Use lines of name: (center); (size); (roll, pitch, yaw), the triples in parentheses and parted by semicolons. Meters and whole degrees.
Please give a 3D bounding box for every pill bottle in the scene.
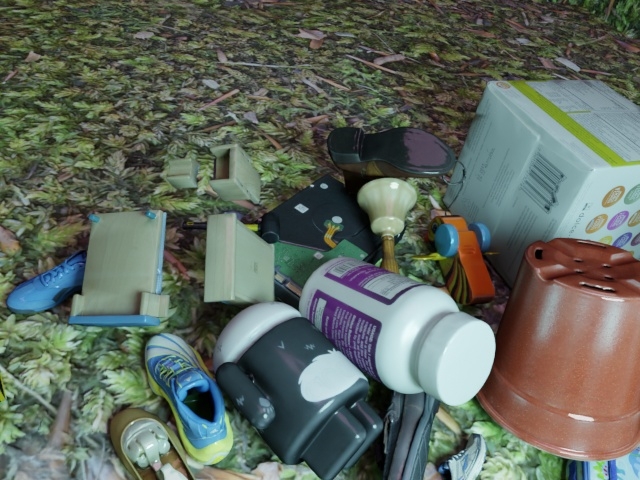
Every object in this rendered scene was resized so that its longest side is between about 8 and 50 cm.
pill bottle: (0.113, 0.138, 0.824); (0.169, 0.169, 0.302); (-21, 25, -31)

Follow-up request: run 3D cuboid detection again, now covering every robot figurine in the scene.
robot figurine: (-0.042, 0.219, 0.784); (0.174, 0.209, 0.278); (-38, 62, -21)

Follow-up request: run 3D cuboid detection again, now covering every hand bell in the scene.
hand bell: (0.132, 0.008, 1.025); (0.126, 0.126, 0.241); (8, 56, -6)

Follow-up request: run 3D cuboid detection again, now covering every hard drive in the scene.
hard drive: (0.000, 0.000, 1.098); (0.237, 0.064, 0.339); (33, 46, 20)

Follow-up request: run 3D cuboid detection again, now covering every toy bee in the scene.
toy bee: (0.295, 0.004, 1.128); (0.196, 0.162, 0.298); (17, 67, -8)

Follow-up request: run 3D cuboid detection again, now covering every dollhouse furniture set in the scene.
dollhouse furniture set: (-0.256, 0.013, 0.914); (0.304, 0.198, 0.286); (-4, 74, 12)

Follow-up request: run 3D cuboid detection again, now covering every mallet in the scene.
mallet: (-0.172, -0.033, 1.023); (0.190, 0.039, 0.062); (7, 45, -1)

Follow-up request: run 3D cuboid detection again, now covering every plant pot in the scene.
plant pot: (0.408, 0.153, 0.836); (0.273, 0.264, 0.272); (2, 26, -1)

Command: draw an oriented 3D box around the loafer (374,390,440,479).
loafer: (0.130, 0.286, 0.821); (0.095, 0.109, 0.302); (7, 33, 21)

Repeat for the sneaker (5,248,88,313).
sneaker: (-0.447, 0.056, 0.917); (0.209, 0.082, 0.069); (-24, 56, -31)

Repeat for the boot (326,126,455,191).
boot: (0.159, -0.141, 1.135); (0.264, 0.280, 0.096); (4, 75, 15)

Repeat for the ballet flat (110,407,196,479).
ballet flat: (-0.217, 0.307, 0.715); (0.080, 0.073, 0.232); (-30, 57, -34)

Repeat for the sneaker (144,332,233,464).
sneaker: (-0.198, 0.209, 0.784); (0.091, 0.126, 0.240); (-21, 53, -32)

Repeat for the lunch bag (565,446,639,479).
lunch bag: (0.457, 0.411, 0.765); (0.176, 0.090, 0.219); (19, 42, 10)

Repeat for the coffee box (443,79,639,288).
coffee box: (0.542, -0.130, 1.164); (0.335, 0.337, 0.338); (-8, 45, -21)

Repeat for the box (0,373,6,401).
box: (-0.539, 0.057, 0.717); (0.079, 0.321, 0.257); (-17, 50, -27)

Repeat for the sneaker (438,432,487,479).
sneaker: (0.215, 0.348, 0.797); (0.058, 0.052, 0.135); (23, 43, 16)
